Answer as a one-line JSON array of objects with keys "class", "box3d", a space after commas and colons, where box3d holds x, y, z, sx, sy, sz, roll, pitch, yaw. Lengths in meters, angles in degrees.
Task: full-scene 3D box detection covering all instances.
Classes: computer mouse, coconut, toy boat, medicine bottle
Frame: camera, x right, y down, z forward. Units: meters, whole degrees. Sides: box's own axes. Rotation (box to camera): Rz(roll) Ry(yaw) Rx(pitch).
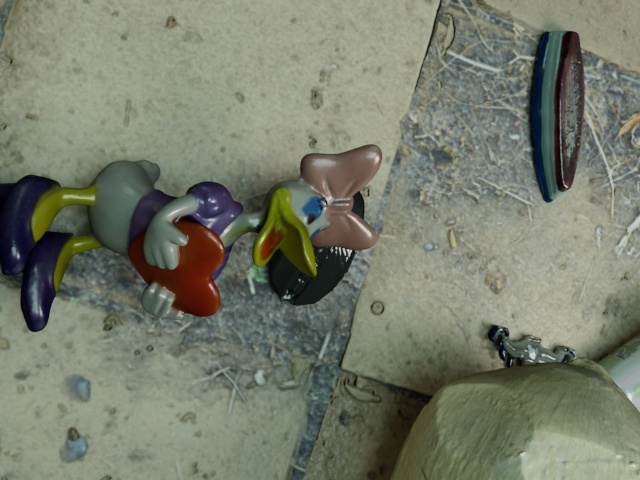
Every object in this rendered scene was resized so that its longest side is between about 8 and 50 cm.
[{"class": "computer mouse", "box3d": [0.000, 0.000, 1.259, 0.099, 0.057, 0.172, 30, 81, -16]}, {"class": "coconut", "box3d": [0.256, 0.310, 1.216, 0.346, 0.346, 0.360, 24, 89, -20]}, {"class": "toy boat", "box3d": [0.321, -0.165, 1.397, 0.080, 0.046, 0.229, 6, 86, -25]}, {"class": "medicine bottle", "box3d": [0.425, 0.183, 1.418, 0.183, 0.086, 0.086, -29, 101, -19]}]

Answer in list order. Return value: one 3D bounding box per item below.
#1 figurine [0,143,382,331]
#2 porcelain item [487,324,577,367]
[{"class": "figurine", "box3d": [-0.140, -0.014, 1.140, 0.420, 0.193, 0.154, 1, 131, -2]}, {"class": "porcelain item", "box3d": [0.275, 0.164, 1.391, 0.136, 0.021, 0.075, 18, 84, -21]}]
